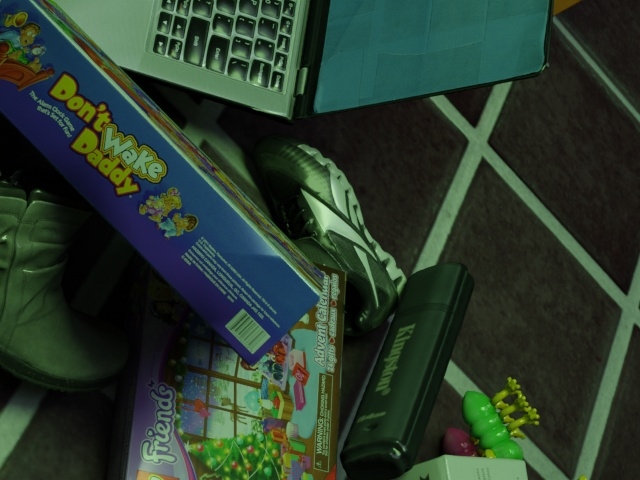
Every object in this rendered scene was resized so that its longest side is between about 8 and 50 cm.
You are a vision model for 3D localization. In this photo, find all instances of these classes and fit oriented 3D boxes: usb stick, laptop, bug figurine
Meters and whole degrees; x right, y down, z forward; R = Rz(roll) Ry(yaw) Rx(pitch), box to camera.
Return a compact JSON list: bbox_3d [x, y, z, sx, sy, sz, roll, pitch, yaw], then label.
[{"bbox_3d":[0.085,0.119,1.440,0.045,0.077,0.278,61,33,-28],"label":"usb stick"},{"bbox_3d":[-0.011,-0.332,1.409,0.408,0.236,0.382,16,66,-18],"label":"laptop"},{"bbox_3d":[0.192,0.261,1.511,0.072,0.279,0.216,-23,70,-13],"label":"bug figurine"}]

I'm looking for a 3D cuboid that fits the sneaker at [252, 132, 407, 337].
[{"bbox_3d":[0.000,0.000,1.521,0.234,0.078,0.106,55,40,-12],"label":"sneaker"}]

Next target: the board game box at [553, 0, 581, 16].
[{"bbox_3d":[0.244,-0.517,1.811,0.356,0.356,0.356,42,46,-22],"label":"board game box"}]

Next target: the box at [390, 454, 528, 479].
[{"bbox_3d":[0.101,0.306,1.393,0.119,0.182,0.181,11,64,-42],"label":"box"}]

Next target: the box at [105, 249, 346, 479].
[{"bbox_3d":[-0.081,0.140,1.357,0.201,0.057,0.293,17,58,-24],"label":"box"}]

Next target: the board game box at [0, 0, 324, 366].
[{"bbox_3d":[-0.145,-0.059,1.243,0.347,0.078,0.233,45,2,-2],"label":"board game box"}]

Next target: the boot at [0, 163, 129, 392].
[{"bbox_3d":[-0.218,0.028,1.207,0.246,0.161,0.083,18,21,-47],"label":"boot"}]
